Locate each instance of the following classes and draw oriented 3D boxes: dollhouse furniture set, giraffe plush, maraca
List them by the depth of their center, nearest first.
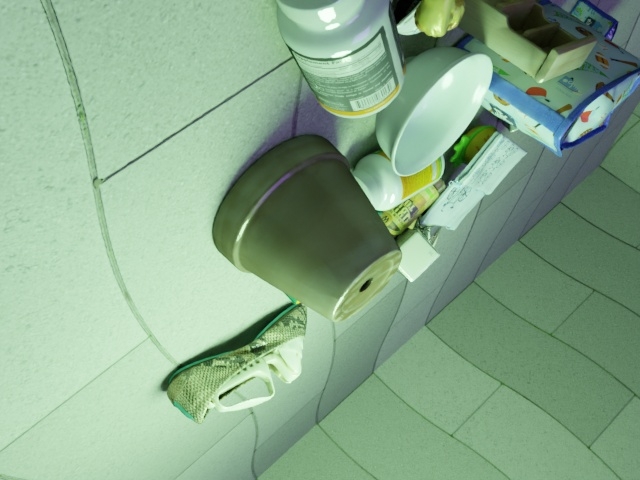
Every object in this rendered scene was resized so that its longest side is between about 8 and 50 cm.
[{"bbox_3d":[0.135,-0.416,0.919,0.210,0.171,0.181,-25,138,-66],"label":"giraffe plush"},{"bbox_3d":[0.434,-0.533,1.115,0.362,0.256,0.394,-27,152,-39],"label":"dollhouse furniture set"},{"bbox_3d":[0.449,-0.272,1.799,0.186,0.099,0.127,-21,135,-31],"label":"maraca"}]

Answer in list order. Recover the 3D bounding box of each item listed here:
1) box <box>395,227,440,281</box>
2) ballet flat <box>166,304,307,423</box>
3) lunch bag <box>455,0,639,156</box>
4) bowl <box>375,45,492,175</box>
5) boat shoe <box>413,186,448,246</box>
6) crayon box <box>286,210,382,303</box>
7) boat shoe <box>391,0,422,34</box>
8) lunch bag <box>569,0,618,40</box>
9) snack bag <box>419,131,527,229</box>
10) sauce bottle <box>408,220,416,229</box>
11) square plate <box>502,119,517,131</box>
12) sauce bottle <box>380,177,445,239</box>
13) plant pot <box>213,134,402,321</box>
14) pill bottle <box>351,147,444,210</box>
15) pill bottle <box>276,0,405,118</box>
[{"bbox_3d":[0.228,0.026,1.746,0.113,0.094,0.275,-45,-169,-2],"label":"box"},{"bbox_3d":[-0.168,0.337,1.633,0.483,0.182,0.164,-25,149,-41],"label":"ballet flat"},{"bbox_3d":[0.516,-0.374,1.446,0.385,0.328,0.238,-27,150,-42],"label":"lunch bag"},{"bbox_3d":[0.211,-0.291,1.294,0.298,0.134,0.298,-37,156,-20],"label":"bowl"},{"bbox_3d":[0.347,-0.055,1.994,0.285,0.103,0.092,-55,151,11],"label":"boat shoe"},{"bbox_3d":[0.021,0.021,1.560,0.165,0.081,0.278,-15,143,-52],"label":"crayon box"},{"bbox_3d":[0.191,-0.458,1.026,0.084,0.095,0.258,-24,148,-51],"label":"boat shoe"},{"bbox_3d":[0.762,-0.595,1.759,0.096,0.129,0.151,-36,157,-23],"label":"lunch bag"},{"bbox_3d":[0.453,-0.158,1.822,0.342,0.037,0.323,-50,157,18],"label":"snack bag"},{"bbox_3d":[0.273,-0.046,1.947,0.042,0.042,0.128,-34,157,-28],"label":"sauce bottle"},{"bbox_3d":[0.684,-0.419,1.764,0.344,0.049,0.347,-27,-173,18],"label":"square plate"},{"bbox_3d":[0.189,-0.060,1.680,0.344,0.111,0.111,-47,158,-3],"label":"sauce bottle"},{"bbox_3d":[0.000,0.000,1.229,0.323,0.280,0.323,-39,158,-19],"label":"plant pot"},{"bbox_3d":[0.165,-0.152,1.445,0.246,0.136,0.136,-30,153,-34],"label":"pill bottle"},{"bbox_3d":[0.030,-0.309,0.909,0.162,0.162,0.278,-46,157,-1],"label":"pill bottle"}]
